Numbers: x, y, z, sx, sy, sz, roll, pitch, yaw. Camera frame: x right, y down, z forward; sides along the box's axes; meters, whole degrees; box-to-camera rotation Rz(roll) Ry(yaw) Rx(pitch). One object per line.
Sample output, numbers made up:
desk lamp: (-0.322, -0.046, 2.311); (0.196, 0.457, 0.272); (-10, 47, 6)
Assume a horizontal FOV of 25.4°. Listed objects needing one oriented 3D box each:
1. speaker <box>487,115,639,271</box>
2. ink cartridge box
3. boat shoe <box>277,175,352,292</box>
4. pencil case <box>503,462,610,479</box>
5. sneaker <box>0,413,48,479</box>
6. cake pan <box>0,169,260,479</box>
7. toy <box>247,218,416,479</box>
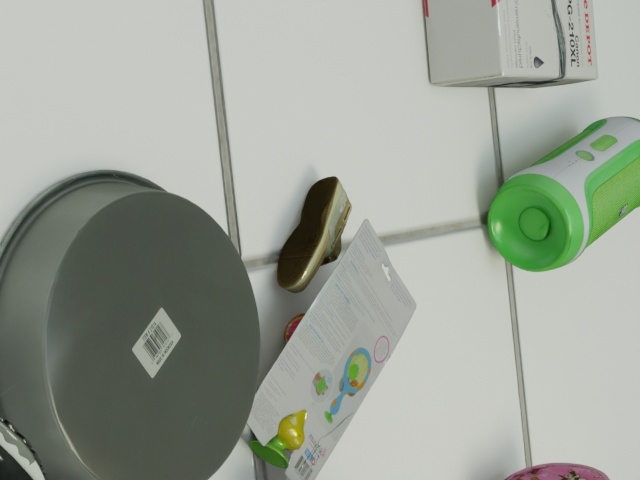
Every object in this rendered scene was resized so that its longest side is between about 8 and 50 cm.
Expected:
speaker: (0.319, -0.061, 1.736); (0.296, 0.131, 0.131); (-31, 111, -50)
ink cartridge box: (0.224, -0.267, 1.648); (0.237, 0.100, 0.172); (-7, 93, -53)
boat shoe: (0.000, 0.000, 1.369); (0.045, 0.050, 0.135); (48, 51, -33)
pencil case: (0.294, 0.444, 1.619); (0.160, 0.167, 0.386); (-35, 114, -49)
sneaker: (-0.307, 0.123, 0.933); (0.283, 0.107, 0.124); (49, 65, -34)
cake pan: (-0.150, 0.086, 1.160); (0.293, 0.054, 0.293); (7, 81, -52)
toy: (-0.002, 0.108, 1.351); (0.237, 0.056, 0.137); (-60, 139, -29)
